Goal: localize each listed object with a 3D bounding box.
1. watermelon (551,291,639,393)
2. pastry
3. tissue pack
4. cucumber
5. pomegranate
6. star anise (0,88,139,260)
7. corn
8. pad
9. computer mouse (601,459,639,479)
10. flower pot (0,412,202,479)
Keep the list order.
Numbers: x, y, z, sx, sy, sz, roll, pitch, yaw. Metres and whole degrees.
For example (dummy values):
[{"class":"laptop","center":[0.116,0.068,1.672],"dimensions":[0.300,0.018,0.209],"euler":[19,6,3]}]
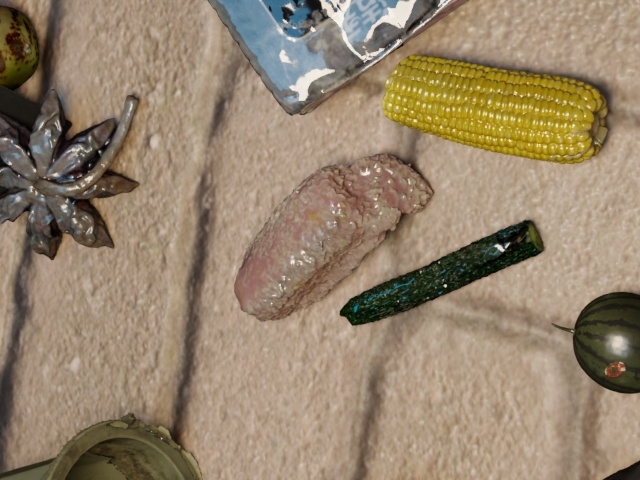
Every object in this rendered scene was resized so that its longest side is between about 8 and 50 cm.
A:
[{"class":"watermelon","center":[0.304,0.103,1.557],"dimensions":[0.133,0.105,0.105],"euler":[16,101,3]},{"class":"pastry","center":[-0.005,-0.003,1.695],"dimensions":[0.265,0.112,0.103],"euler":[-41,66,21]},{"class":"tissue pack","center":[-0.026,-0.348,1.637],"dimensions":[0.259,0.122,0.361],"euler":[-34,88,14]},{"class":"cucumber","center":[0.128,0.043,1.673],"dimensions":[0.257,0.044,0.043],"euler":[-24,89,25]},{"class":"pomegranate","center":[-0.416,-0.244,1.841],"dimensions":[0.138,0.163,0.125],"euler":[-14,65,-16]},{"class":"star anise","center":[-0.322,-0.084,1.839],"dimensions":[0.262,0.081,0.230],"euler":[-36,95,20]},{"class":"corn","center":[0.185,-0.141,1.605],"dimensions":[0.244,0.093,0.093],"euler":[12,99,25]},{"class":"pad","center":[-0.413,-0.104,1.887],"dimensions":[0.193,0.116,0.004],"euler":[-47,37,21]},{"class":"computer mouse","center":[0.332,0.305,1.574],"dimensions":[0.264,0.088,0.147],"euler":[-35,96,22]},{"class":"flower pot","center":[-0.304,0.369,1.796],"dimensions":[0.259,0.290,0.290],"euler":[-15,87,36]}]
